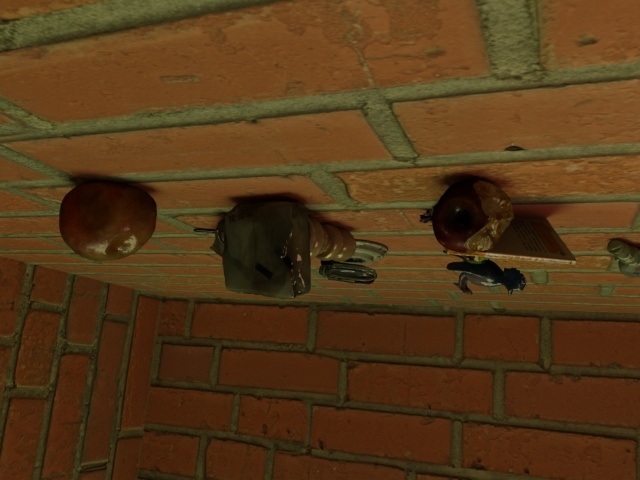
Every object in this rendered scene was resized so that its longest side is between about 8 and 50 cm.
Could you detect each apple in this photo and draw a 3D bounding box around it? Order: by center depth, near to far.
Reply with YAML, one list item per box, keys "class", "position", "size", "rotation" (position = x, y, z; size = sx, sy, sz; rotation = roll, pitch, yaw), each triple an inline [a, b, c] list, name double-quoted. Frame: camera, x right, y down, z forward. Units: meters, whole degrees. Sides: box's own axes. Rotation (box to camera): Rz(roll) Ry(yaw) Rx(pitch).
- class: "apple"
  position: [0.323, -0.051, 1.262]
  size: [0.146, 0.156, 0.158]
  rotation: [6, -175, 40]

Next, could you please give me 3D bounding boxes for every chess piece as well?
- class: "chess piece"
  position: [0.000, 0.000, 1.700]
  size: [0.142, 0.143, 0.260]
  rotation: [-6, 171, 39]

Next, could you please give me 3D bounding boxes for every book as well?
- class: "book"
  position: [0.422, -0.014, 1.390]
  size: [0.295, 0.020, 0.208]
  rotation: [6, -151, -2]

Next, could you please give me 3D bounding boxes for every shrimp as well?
- class: "shrimp"
  position: [0.331, -0.051, 1.488]
  size: [0.160, 0.034, 0.091]
  rotation: [6, -169, -9]

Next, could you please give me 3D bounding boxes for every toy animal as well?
- class: "toy animal"
  position: [0.498, 0.092, 1.826]
  size: [0.176, 0.255, 0.239]
  rotation: [-49, 159, 23]

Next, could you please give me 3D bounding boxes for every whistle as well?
- class: "whistle"
  position: [0.899, 0.049, 1.690]
  size: [0.258, 0.067, 0.126]
  rotation: [20, 148, -36]

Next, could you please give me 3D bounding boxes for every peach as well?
- class: "peach"
  position: [-0.534, -0.053, 1.514]
  size: [0.235, 0.214, 0.214]
  rotation: [-12, 168, -4]

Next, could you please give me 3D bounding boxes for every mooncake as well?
- class: "mooncake"
  position: [-0.137, 0.019, 1.545]
  size: [0.254, 0.250, 0.136]
  rotation: [3, -173, 27]

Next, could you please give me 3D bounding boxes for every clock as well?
- class: "clock"
  position: [0.112, 0.045, 1.995]
  size: [0.236, 0.053, 0.236]
  rotation: [4, 168, 1]

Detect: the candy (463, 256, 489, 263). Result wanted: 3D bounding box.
- class: "candy"
  position: [0.519, 0.035, 1.785]
  size: [0.091, 0.083, 0.305]
  rotation: [1, 176, 40]

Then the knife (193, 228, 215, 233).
- class: "knife"
  position: [-0.329, -0.028, 1.929]
  size: [0.170, 0.010, 0.023]
  rotation: [4, 167, -2]

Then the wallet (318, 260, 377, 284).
- class: "wallet"
  position: [0.093, 0.111, 2.162]
  size: [0.176, 0.075, 0.250]
  rotation: [7, -179, -8]

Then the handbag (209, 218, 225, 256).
- class: "handbag"
  position: [-0.241, -0.001, 1.795]
  size: [0.182, 0.117, 0.270]
  rotation: [-1, 168, -12]
